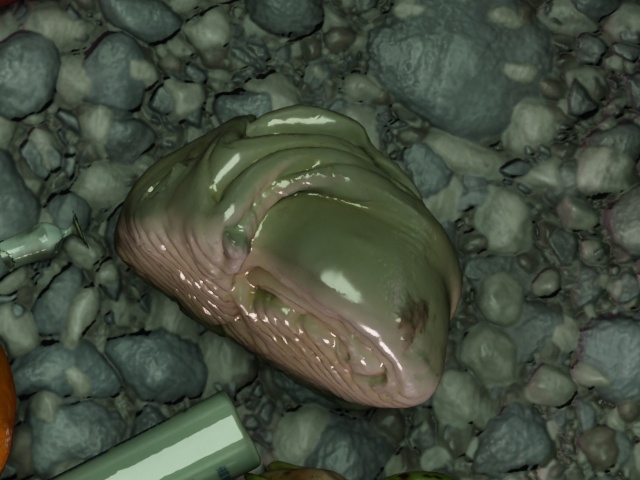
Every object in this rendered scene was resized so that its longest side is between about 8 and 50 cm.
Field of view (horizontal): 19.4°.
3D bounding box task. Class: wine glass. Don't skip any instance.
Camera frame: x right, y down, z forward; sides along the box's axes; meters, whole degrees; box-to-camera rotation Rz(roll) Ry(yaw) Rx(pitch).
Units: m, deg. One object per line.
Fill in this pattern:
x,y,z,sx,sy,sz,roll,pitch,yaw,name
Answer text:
-0.266,0.004,1.790,0.083,0.042,0.039,-22,42,-5,wine glass

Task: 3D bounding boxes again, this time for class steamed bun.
-0.009,-0.006,1.667,0.310,0.324,0.219,34,74,-5,steamed bun

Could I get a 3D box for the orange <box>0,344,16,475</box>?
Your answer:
-0.371,0.160,1.669,0.224,0.170,0.224,-9,48,10,orange

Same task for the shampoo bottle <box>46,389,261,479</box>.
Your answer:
-0.229,0.251,1.687,0.359,0.134,0.078,-27,82,-6,shampoo bottle

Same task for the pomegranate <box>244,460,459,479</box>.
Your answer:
0.049,0.303,1.687,0.222,0.276,0.204,-43,123,-16,pomegranate

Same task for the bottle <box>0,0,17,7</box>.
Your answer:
-0.304,-0.299,1.804,0.336,0.144,0.144,-21,80,-11,bottle
